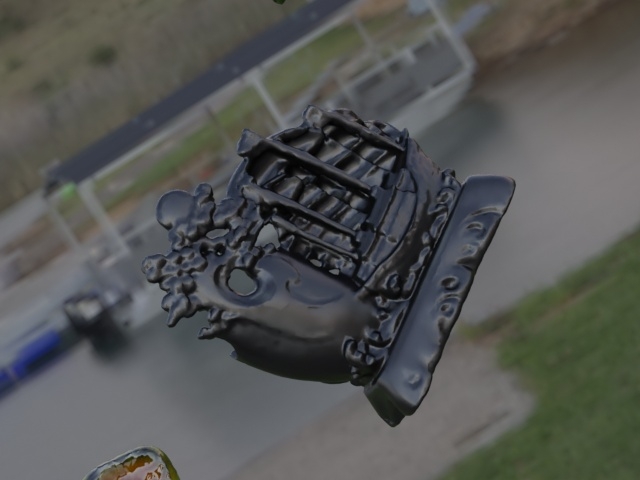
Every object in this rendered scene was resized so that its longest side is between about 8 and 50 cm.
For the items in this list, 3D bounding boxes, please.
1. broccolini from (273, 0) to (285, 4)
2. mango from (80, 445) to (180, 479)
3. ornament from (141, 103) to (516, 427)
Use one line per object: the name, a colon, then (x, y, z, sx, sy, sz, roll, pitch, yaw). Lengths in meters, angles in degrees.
broccolini: (-0.029, -0.230, 1.531, 0.030, 0.035, 0.140, -53, -8, -14)
mango: (-0.086, 0.184, 0.816, 0.101, 0.187, 0.066, -1, 5, 11)
ornament: (0.000, 0.000, 1.450, 0.251, 0.260, 0.106, -64, 7, -18)
